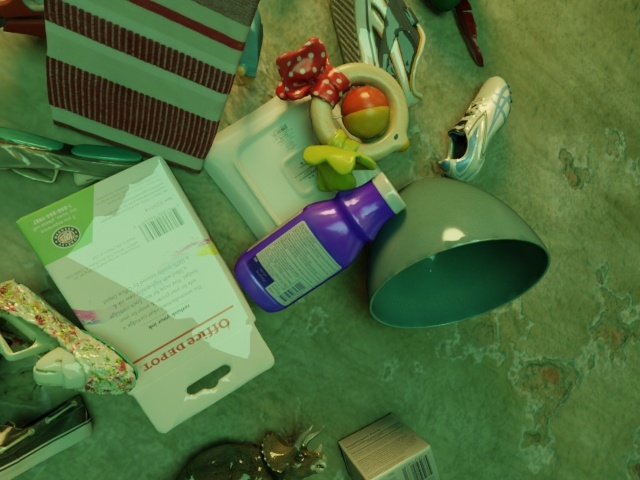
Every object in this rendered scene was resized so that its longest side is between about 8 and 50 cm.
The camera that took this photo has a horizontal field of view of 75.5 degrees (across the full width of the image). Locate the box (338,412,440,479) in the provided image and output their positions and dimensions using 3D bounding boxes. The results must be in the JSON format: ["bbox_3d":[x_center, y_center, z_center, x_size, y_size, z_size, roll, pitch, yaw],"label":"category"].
[{"bbox_3d":[0.119,0.396,0.745,0.126,0.137,0.072,-20,98,-17],"label":"box"}]

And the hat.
[{"bbox_3d":[0.239,-0.480,0.836,0.173,0.183,0.208,-17,54,-24],"label":"hat"}]

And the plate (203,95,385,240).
[{"bbox_3d":[-0.030,-0.124,0.740,0.277,0.045,0.278,-38,101,-14],"label":"plate"}]

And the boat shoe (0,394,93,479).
[{"bbox_3d":[-0.428,0.283,0.559,0.219,0.078,0.070,-16,88,-58],"label":"boat shoe"}]

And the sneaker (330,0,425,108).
[{"bbox_3d":[0.102,-0.383,0.740,0.128,0.126,0.320,-17,107,-12],"label":"sneaker"}]

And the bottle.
[{"bbox_3d":[0.000,0.000,0.660,0.283,0.092,0.118,-36,104,13],"label":"bottle"}]

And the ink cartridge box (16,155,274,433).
[{"bbox_3d":[-0.241,0.078,0.631,0.207,0.119,0.353,-29,99,-13],"label":"ink cartridge box"}]

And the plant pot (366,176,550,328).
[{"bbox_3d":[0.206,0.005,0.724,0.291,0.290,0.195,1,54,-18],"label":"plant pot"}]

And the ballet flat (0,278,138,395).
[{"bbox_3d":[-0.353,0.140,0.535,0.241,0.077,0.091,29,120,11],"label":"ballet flat"}]

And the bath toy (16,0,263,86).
[{"bbox_3d":[-0.262,-0.333,0.620,0.349,0.151,0.128,11,51,-13],"label":"bath toy"}]

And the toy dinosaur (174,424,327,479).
[{"bbox_3d":[-0.146,0.405,0.685,0.314,0.121,0.160,-1,67,-10],"label":"toy dinosaur"}]

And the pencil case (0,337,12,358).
[{"bbox_3d":[-0.527,0.241,0.541,0.119,0.133,0.305,26,83,-42],"label":"pencil case"}]

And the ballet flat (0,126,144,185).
[{"bbox_3d":[-0.380,-0.117,0.622,0.214,0.072,0.068,8,116,-17],"label":"ballet flat"}]

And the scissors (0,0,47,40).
[{"bbox_3d":[-0.436,-0.305,0.548,0.298,0.109,0.021,6,53,-3],"label":"scissors"}]

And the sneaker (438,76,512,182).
[{"bbox_3d":[0.310,-0.232,0.829,0.086,0.085,0.237,27,81,-21],"label":"sneaker"}]

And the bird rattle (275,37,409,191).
[{"bbox_3d":[0.039,-0.209,0.679,0.207,0.143,0.253,-12,83,-12],"label":"bird rattle"}]

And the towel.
[{"bbox_3d":[-0.236,-0.248,0.556,0.237,0.329,0.037,19,46,-17],"label":"towel"}]
